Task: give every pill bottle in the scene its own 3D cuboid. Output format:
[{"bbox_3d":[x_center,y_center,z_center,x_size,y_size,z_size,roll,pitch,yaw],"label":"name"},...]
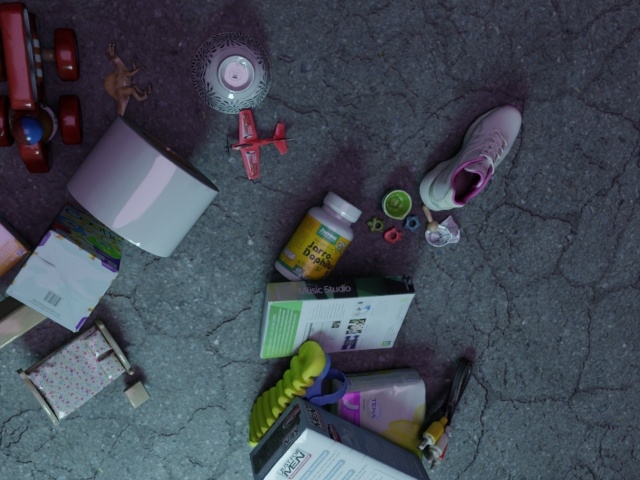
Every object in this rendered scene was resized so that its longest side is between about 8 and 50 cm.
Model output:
[{"bbox_3d":[0.000,0.000,1.583,0.117,0.117,0.208,32,95,-19],"label":"pill bottle"}]

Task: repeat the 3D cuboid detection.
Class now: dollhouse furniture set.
[{"bbox_3d":[-0.542,0.284,1.446,0.303,0.174,0.355,-36,109,-23],"label":"dollhouse furniture set"}]

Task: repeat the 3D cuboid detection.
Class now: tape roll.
[{"bbox_3d":[-0.344,-0.106,1.406,0.246,0.246,0.169,37,94,-19],"label":"tape roll"}]

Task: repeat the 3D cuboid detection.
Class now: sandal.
[{"bbox_3d":[-0.052,0.375,1.638,0.138,0.126,0.317,29,118,-24],"label":"sandal"}]

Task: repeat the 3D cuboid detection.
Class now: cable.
[{"bbox_3d":[0.318,0.428,1.739,0.287,0.072,0.139,-48,135,-29],"label":"cable"}]

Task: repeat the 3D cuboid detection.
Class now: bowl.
[{"bbox_3d":[-0.176,-0.342,1.472,0.170,0.080,0.170,-4,106,-13],"label":"bowl"}]

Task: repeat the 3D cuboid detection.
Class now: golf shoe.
[{"bbox_3d":[0.362,-0.180,1.609,0.115,0.140,0.306,43,85,-19],"label":"golf shoe"}]

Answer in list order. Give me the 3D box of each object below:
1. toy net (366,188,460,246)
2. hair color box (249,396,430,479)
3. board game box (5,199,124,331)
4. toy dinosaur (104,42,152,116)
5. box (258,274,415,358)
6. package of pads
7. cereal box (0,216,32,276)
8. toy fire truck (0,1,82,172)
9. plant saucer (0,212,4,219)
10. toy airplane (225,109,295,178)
[{"bbox_3d":[0.229,-0.030,1.669,0.232,0.045,0.122,24,97,-18],"label":"toy net"},{"bbox_3d":[0.049,0.515,1.606,0.374,0.113,0.185,32,105,-26],"label":"hair color box"},{"bbox_3d":[-0.482,0.040,1.392,0.144,0.275,0.142,35,94,-19],"label":"board game box"},{"bbox_3d":[-0.392,-0.304,1.454,0.092,0.053,0.183,-1,97,2],"label":"toy dinosaur"},{"bbox_3d":[0.029,0.172,1.604,0.322,0.058,0.232,-3,142,-14],"label":"box"},{"bbox_3d":[0.140,0.463,1.746,0.229,0.101,0.297,-4,105,-12],"label":"package of pads"},{"bbox_3d":[-0.725,-0.012,1.422,0.173,0.047,0.240,-42,109,-1],"label":"cereal box"},{"bbox_3d":[-0.534,-0.271,1.310,0.169,0.254,0.302,-3,105,-13],"label":"toy fire truck"},{"bbox_3d":[-0.738,-0.010,1.454,0.192,0.018,0.067,-9,106,-12],"label":"plant saucer"},{"bbox_3d":[-0.130,-0.213,1.543,0.151,0.028,0.151,-4,106,-13],"label":"toy airplane"}]
